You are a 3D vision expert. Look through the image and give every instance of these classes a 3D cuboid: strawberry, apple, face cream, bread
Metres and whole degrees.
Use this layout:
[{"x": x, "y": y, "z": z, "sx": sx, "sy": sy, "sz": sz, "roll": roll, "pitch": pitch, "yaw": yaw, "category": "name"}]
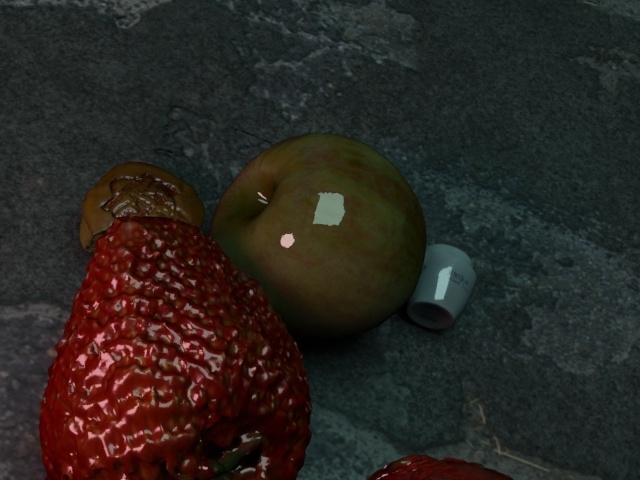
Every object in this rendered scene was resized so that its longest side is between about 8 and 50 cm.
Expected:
[{"x": -0.160, "y": 0.140, "z": 1.506, "sx": 0.312, "sy": 0.267, "sz": 0.351, "roll": 14, "pitch": 57, "yaw": -40, "category": "strawberry"}, {"x": 0.000, "y": 0.000, "z": 1.701, "sx": 0.234, "sy": 0.257, "sz": 0.256, "roll": 35, "pitch": 41, "yaw": -34, "category": "apple"}, {"x": 0.154, "y": 0.060, "z": 1.804, "sx": 0.091, "sy": 0.091, "sz": 0.095, "roll": 22, "pitch": 56, "yaw": -4, "category": "face cream"}, {"x": -0.225, "y": -0.035, "z": 1.732, "sx": 0.156, "sy": 0.086, "sz": 0.125, "roll": 7, "pitch": 50, "yaw": -18, "category": "bread"}]

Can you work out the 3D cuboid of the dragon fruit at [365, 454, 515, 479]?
[{"x": 0.117, "y": 0.374, "z": 1.423, "sx": 0.277, "sy": 0.277, "sz": 0.342, "roll": 20, "pitch": 36, "yaw": -6, "category": "dragon fruit"}]
